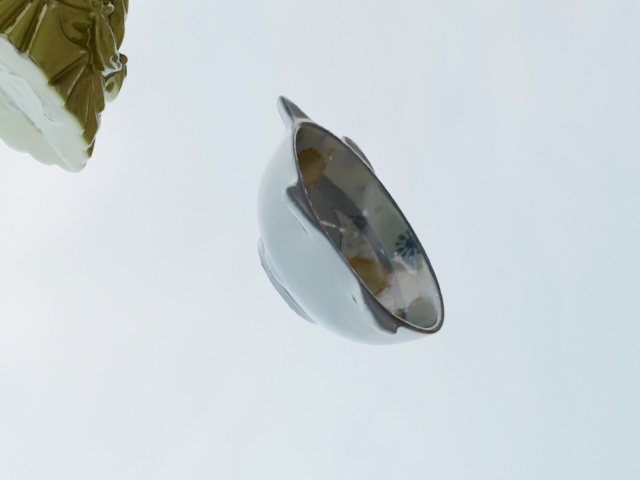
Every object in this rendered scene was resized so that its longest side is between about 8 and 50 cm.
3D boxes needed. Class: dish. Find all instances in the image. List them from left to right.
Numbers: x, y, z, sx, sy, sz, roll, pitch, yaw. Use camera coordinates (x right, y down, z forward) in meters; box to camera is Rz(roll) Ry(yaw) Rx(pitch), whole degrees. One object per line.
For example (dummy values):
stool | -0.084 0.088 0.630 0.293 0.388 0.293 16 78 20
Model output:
dish | 0.000 0.000 1.252 0.228 0.086 0.236 53 -161 -7

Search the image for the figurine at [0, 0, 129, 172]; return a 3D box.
figurine | -0.137 -0.224 1.033 0.315 0.187 0.168 -53 -11 -23
